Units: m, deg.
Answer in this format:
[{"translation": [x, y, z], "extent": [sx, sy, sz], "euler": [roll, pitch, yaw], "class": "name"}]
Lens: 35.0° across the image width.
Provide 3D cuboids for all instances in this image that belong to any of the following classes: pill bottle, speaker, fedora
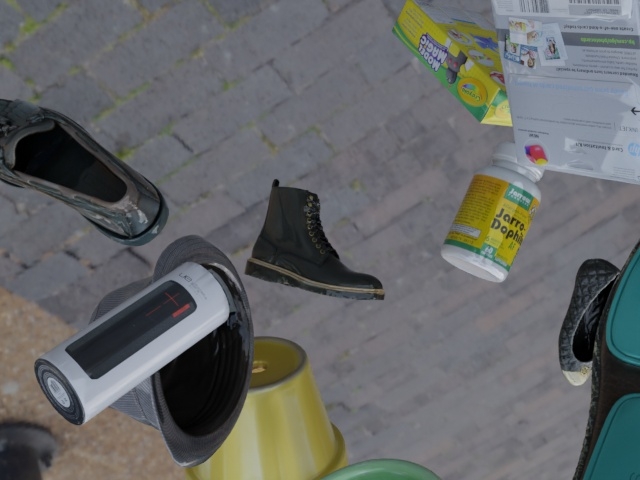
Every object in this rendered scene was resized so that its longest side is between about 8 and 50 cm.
[{"translation": [0.286, -0.048, 1.641], "extent": [0.117, 0.117, 0.208], "euler": [35, 78, -53], "class": "pill bottle"}, {"translation": [-0.130, 0.070, 0.714], "extent": [0.136, 0.055, 0.055], "euler": [-35, 155, -35], "class": "speaker"}, {"translation": [-0.176, 0.119, 1.109], "extent": [0.124, 0.244, 0.275], "euler": [-4, -166, 19], "class": "fedora"}]

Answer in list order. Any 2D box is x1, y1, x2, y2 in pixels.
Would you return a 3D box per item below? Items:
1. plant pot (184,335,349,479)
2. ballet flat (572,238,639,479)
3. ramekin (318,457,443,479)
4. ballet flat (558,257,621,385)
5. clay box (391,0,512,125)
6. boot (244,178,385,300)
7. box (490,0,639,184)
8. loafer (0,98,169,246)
[{"translation": [-0.087, 0.287, 1.536], "extent": [0.254, 0.254, 0.239], "euler": [-14, 115, -20], "class": "plant pot"}, {"translation": [0.362, 0.173, 1.069], "extent": [0.483, 0.164, 0.182], "euler": [-65, 149, -24], "class": "ballet flat"}, {"translation": [0.058, 0.393, 1.041], "extent": [0.303, 0.303, 0.148], "euler": [-36, 120, 12], "class": "ramekin"}, {"translation": [0.338, 0.107, 1.281], "extent": [0.057, 0.049, 0.173], "euler": [-6, 111, -33], "class": "ballet flat"}, {"translation": [0.195, -0.198, 1.187], "extent": [0.127, 0.222, 0.053], "euler": [0, 132, -38], "class": "clay box"}, {"translation": [0.000, 0.000, 1.320], "extent": [0.077, 0.198, 0.137], "euler": [19, 85, -67], "class": "boot"}, {"translation": [0.228, -0.145, 0.894], "extent": [0.038, 0.145, 0.186], "euler": [-36, 124, -34], "class": "box"}, {"translation": [-0.274, -0.089, 1.041], "extent": [0.096, 0.267, 0.084], "euler": [-58, 162, -12], "class": "loafer"}]
